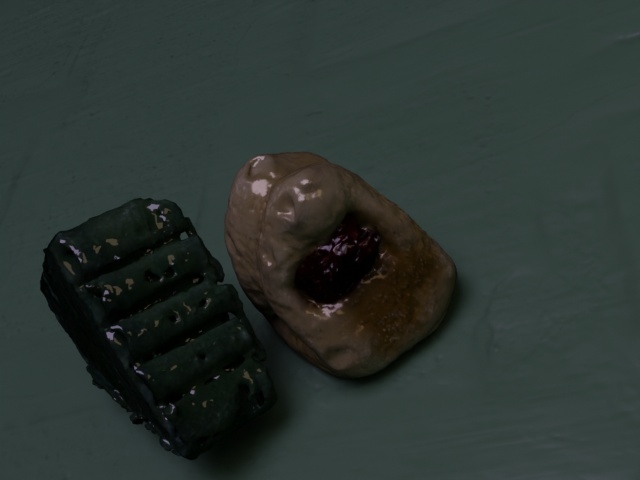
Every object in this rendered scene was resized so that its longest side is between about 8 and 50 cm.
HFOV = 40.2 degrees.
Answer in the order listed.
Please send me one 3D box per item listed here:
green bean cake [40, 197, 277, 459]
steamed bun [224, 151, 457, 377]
[{"bbox_3d":[-0.138,0.078,0.712,0.107,0.193,0.208,-33,-1,-28],"label":"green bean cake"},{"bbox_3d":[0.000,0.000,0.667,0.141,0.155,0.172,-44,39,-10],"label":"steamed bun"}]
